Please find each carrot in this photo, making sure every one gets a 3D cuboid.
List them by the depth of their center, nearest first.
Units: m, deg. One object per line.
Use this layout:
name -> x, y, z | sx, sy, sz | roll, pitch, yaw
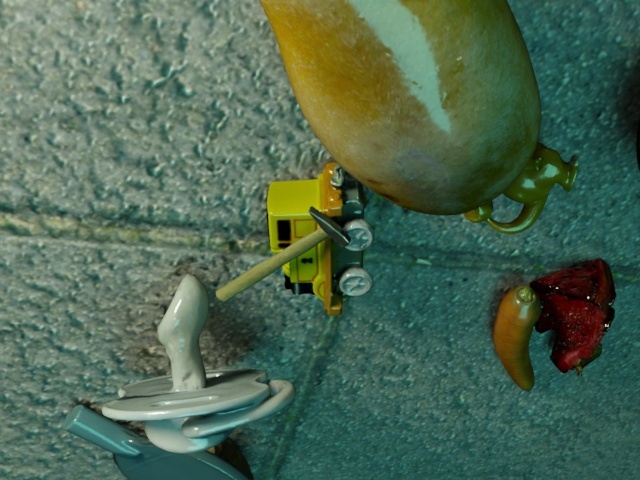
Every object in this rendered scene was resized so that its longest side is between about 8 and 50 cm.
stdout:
carrot -> 0.292, 0.157, 1.215 | 0.066, 0.062, 0.271 | -44, 145, -28

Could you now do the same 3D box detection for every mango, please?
mango -> 0.072, -0.173, 0.766 | 0.221, 0.199, 0.384 | -25, 133, 29

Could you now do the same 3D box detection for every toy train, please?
toy train -> 0.000, 0.000, 0.977 | 0.127, 0.089, 0.219 | -1, 132, 0

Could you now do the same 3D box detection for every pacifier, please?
pacifier -> -0.152, 0.145, 1.007 | 0.227, 0.279, 0.207 | -9, 90, -6

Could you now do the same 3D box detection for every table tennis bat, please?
table tennis bat -> -0.225, 0.334, 1.184 | 0.329, 0.044, 0.215 | 38, 139, -22

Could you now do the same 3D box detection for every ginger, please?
ginger -> -0.143, 0.347, 1.246 | 0.051, 0.070, 0.173 | -12, 131, 20

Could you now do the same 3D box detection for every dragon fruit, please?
dragon fruit -> 0.370, 0.132, 1.186 | 0.122, 0.092, 0.192 | -8, 132, -9

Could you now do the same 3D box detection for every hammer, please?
hammer -> -0.056, 0.024, 0.945 | 0.198, 0.013, 0.062 | -31, 118, 33

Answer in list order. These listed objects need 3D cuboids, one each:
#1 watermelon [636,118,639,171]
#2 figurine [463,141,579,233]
watermelon -> 0.482, -0.115, 0.911 | 0.242, 0.242, 0.242 | -8, 132, -9
figurine -> 0.196, -0.080, 0.945 | 0.176, 0.121, 0.122 | 26, 97, -6
